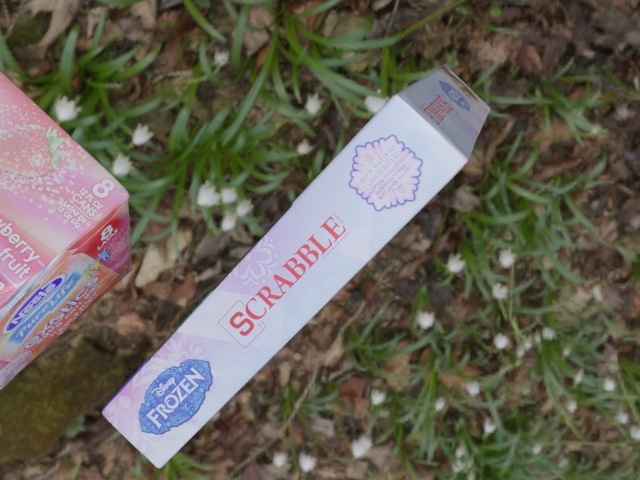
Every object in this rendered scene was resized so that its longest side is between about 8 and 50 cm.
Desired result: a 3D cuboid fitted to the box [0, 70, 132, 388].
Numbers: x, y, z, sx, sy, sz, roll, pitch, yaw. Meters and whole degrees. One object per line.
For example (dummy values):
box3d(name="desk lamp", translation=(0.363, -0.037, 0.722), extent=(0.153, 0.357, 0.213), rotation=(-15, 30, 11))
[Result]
box3d(name="box", translation=(-0.284, -0.058, 0.610), extent=(0.300, 0.142, 0.154), rotation=(42, 157, 7))

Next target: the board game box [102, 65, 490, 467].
box3d(name="board game box", translation=(0.000, 0.000, 0.729), extent=(0.066, 0.319, 0.318), rotation=(44, 109, -1))
